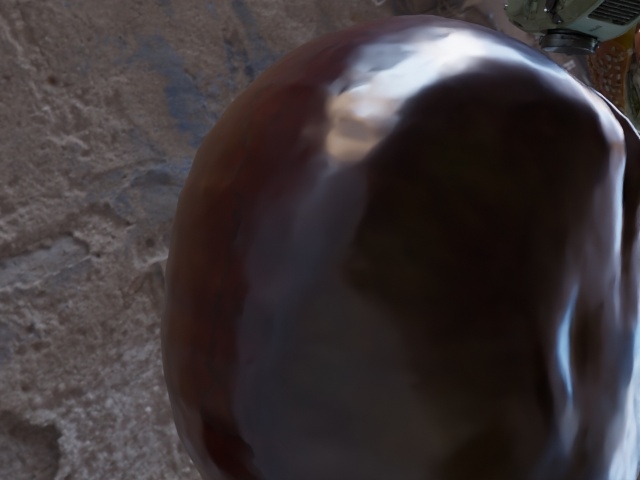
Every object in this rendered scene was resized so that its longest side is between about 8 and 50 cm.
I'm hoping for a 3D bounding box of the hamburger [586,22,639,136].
[{"bbox_3d":[0.436,-0.250,0.940,0.148,0.237,0.236,-20,-77,8],"label":"hamburger"}]

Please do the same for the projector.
[{"bbox_3d":[0.295,-0.315,0.796,0.269,0.088,0.193,-128,-136,-77],"label":"projector"}]

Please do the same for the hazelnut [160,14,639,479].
[{"bbox_3d":[0.052,0.048,0.535,0.402,0.402,0.428,6,-82,43],"label":"hazelnut"}]
